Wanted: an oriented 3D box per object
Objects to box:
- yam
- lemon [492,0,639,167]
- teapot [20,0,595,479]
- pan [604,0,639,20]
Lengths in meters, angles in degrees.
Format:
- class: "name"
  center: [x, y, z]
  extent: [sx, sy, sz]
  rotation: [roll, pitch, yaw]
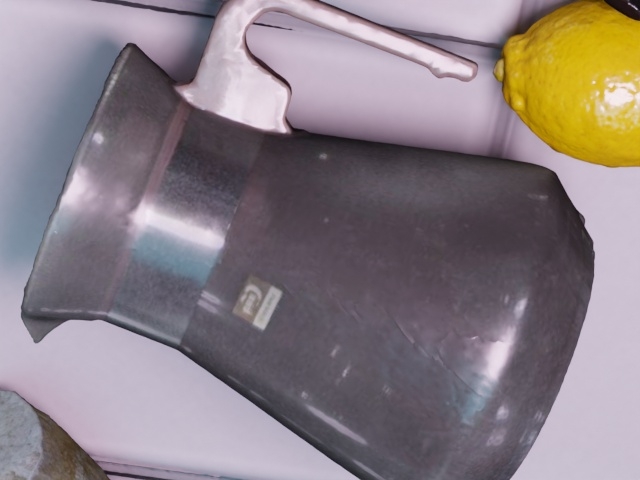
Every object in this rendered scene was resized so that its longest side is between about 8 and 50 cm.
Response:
- class: "yam"
  center: [-0.185, 0.259, 1.435]
  extent: [0.133, 0.133, 0.330]
  rotation: [-31, 117, 16]
- class: "lemon"
  center: [0.194, -0.107, 1.244]
  extent: [0.155, 0.114, 0.114]
  rotation: [12, 118, 1]
- class: "teapot"
  center: [0.000, 0.000, 1.240]
  extent: [0.344, 0.253, 0.300]
  rotation: [21, 98, -6]
- class: "pan"
  center: [0.210, -0.238, 1.205]
  extent: [0.128, 0.048, 0.202]
  rotation: [-5, 84, -26]
